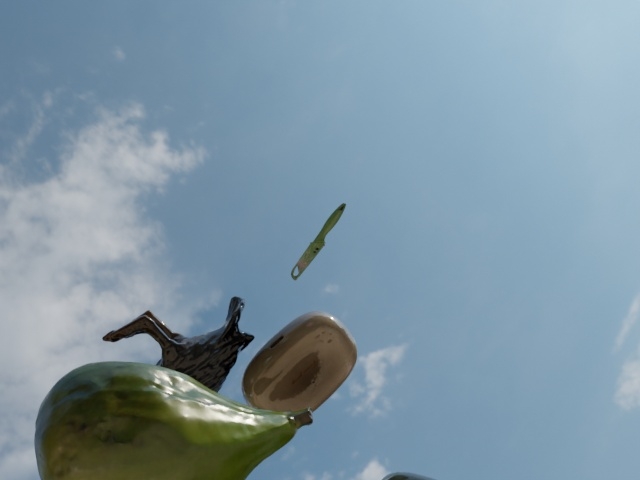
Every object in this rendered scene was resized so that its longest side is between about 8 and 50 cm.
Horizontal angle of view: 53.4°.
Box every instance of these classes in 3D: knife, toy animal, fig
[{"bbox_3d":[0.000,0.000,1.312,0.207,0.030,0.014,-54,-23,-22],"label":"knife"},{"bbox_3d":[-0.233,0.195,0.985,0.298,0.122,0.185,-27,-87,-9],"label":"toy animal"},{"bbox_3d":[-0.188,0.239,0.769,0.314,0.233,0.233,-18,-59,12],"label":"fig"}]

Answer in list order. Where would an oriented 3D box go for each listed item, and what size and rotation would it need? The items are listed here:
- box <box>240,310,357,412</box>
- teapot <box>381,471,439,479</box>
[{"bbox_3d":[-0.033,0.206,1.022,0.200,0.088,0.146,-41,-58,-10],"label":"box"},{"bbox_3d":[0.160,0.460,0.748,0.223,0.305,0.285,51,-123,-42],"label":"teapot"}]
